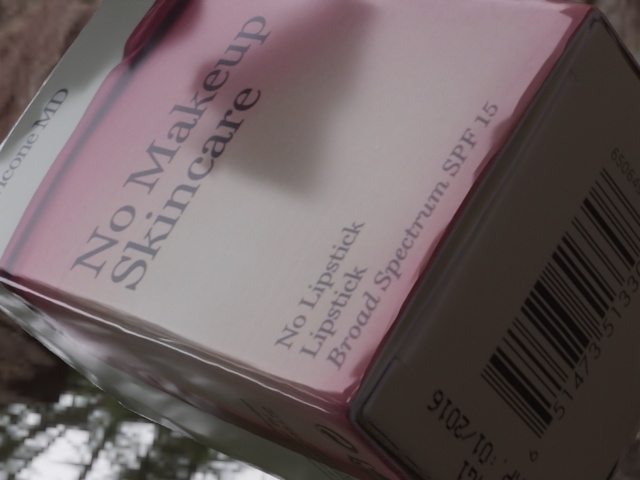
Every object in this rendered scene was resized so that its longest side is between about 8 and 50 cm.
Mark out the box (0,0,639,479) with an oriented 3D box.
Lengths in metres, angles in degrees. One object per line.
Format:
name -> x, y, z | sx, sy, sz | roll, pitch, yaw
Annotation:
box -> 0.000, 0.000, 0.554 | 0.127, 0.232, 0.148 | 45, -110, -40
